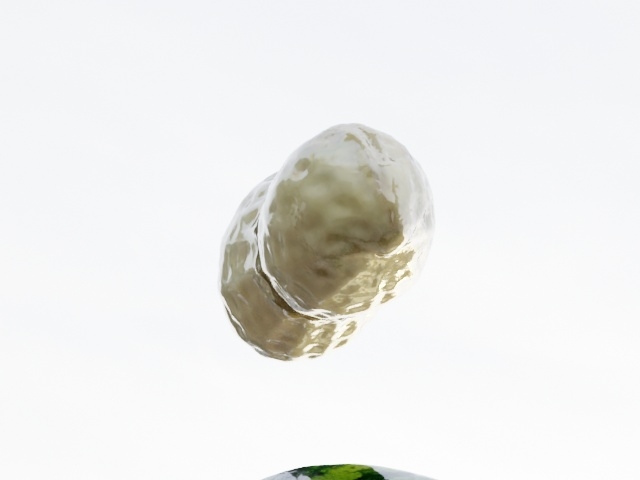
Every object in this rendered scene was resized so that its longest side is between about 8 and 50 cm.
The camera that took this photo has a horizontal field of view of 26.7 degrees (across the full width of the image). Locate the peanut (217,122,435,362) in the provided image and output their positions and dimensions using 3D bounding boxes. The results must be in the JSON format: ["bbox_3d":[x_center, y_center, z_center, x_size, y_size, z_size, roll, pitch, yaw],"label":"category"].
[{"bbox_3d":[0.000,0.000,0.852,0.124,0.123,0.256,32,-24,0],"label":"peanut"}]

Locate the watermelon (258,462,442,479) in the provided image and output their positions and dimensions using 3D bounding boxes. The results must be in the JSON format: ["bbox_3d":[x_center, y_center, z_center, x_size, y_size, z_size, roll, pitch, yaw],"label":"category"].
[{"bbox_3d":[-0.031,0.202,0.709,0.119,0.245,0.063,39,-1,-18],"label":"watermelon"}]
